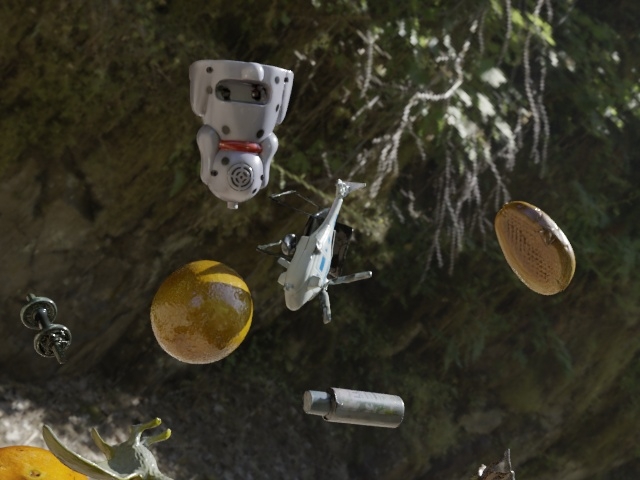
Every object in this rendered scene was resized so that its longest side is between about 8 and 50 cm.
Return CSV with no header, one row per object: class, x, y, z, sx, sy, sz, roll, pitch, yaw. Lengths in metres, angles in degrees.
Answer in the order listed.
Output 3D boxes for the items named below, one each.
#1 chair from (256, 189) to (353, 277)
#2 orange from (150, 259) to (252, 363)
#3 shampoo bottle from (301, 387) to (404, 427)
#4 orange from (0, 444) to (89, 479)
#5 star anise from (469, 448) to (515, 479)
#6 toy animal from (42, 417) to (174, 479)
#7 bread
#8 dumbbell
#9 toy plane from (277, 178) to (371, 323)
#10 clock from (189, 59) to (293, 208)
chair,-0.013,-0.013,1.771,0.221,0.140,0.145,20,17,22
orange,-0.256,0.156,1.660,0.236,0.236,0.236,45,5,-5
shampoo bottle,0.065,0.332,1.526,0.213,0.072,0.072,13,21,-27
orange,-0.487,0.462,1.222,0.283,0.226,0.284,19,21,-7
star anise,0.340,0.512,1.548,0.063,0.172,0.208,39,13,2
toy animal,-0.189,0.233,0.808,0.095,0.155,0.219,-87,160,-46
bread,0.397,0.011,1.412,0.077,0.114,0.189,-10,66,-51
dumbbell,-0.599,0.188,1.667,0.081,0.082,0.254,40,1,-45
toy plane,0.010,0.000,1.314,0.182,0.273,0.107,25,-16,38
clock,-0.150,-0.185,1.373,0.188,0.254,0.189,5,8,-1
